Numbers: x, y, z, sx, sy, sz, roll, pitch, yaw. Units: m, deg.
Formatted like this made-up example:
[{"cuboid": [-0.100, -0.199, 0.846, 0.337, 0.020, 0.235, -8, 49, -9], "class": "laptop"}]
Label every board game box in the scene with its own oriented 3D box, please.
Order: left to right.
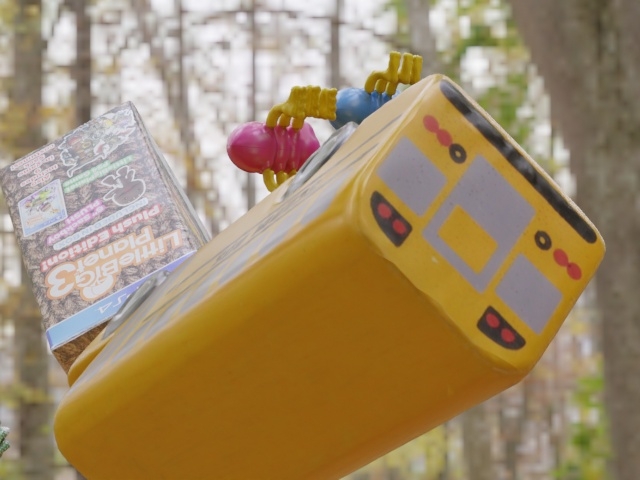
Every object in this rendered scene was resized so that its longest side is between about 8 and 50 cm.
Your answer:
[{"cuboid": [-0.149, 0.059, 1.740, 0.141, 0.232, 0.291, -28, 36, 0], "class": "board game box"}]

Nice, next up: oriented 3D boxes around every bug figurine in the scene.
[{"cuboid": [0.000, 0.000, 1.378, 0.072, 0.279, 0.216, 5, -2, 32], "class": "bug figurine"}]

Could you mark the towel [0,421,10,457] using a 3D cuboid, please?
[{"cuboid": [-0.193, 0.102, 0.694, 0.113, 0.023, 0.152, 10, 39, 25], "class": "towel"}]

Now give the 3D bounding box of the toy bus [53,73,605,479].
[{"cuboid": [-0.017, 0.049, 0.909, 0.333, 0.108, 0.130, -36, 14, 49], "class": "toy bus"}]
